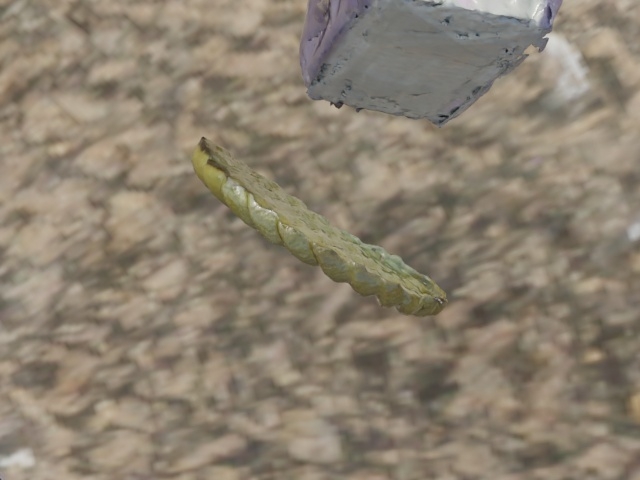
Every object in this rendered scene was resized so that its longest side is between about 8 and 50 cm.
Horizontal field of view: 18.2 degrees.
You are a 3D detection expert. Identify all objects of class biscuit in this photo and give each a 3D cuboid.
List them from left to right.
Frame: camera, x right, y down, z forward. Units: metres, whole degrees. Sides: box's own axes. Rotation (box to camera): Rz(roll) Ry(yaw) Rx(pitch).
[{"bbox_3d":[0.000,0.000,1.786,0.274,0.187,0.036,32,96,-8],"label":"biscuit"}]

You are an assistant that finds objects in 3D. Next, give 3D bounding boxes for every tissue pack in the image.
[{"bbox_3d":[0.080,-0.264,1.198,0.125,0.242,0.343,10,78,-8],"label":"tissue pack"}]

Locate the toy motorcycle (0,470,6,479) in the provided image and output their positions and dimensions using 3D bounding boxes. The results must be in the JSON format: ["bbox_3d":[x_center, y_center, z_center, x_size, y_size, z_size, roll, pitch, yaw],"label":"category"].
[{"bbox_3d":[-0.310,0.219,1.686,0.254,0.112,0.112,25,71,22],"label":"toy motorcycle"}]
